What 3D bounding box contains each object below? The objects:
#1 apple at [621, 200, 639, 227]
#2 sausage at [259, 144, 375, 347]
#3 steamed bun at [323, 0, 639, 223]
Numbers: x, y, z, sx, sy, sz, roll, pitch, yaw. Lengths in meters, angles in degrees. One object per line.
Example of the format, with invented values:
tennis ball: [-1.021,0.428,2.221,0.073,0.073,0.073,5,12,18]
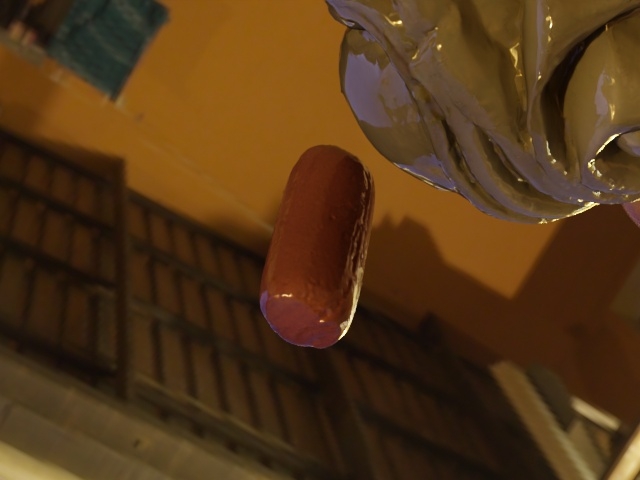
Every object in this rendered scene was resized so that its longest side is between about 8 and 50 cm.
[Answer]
apple: [0.430,-0.083,1.459,0.242,0.242,0.241,35,-147,23]
sausage: [0.000,0.000,0.901,0.062,0.062,0.154,28,-139,-14]
steamed bun: [0.172,-0.150,0.839,0.219,0.324,0.310,48,175,21]
